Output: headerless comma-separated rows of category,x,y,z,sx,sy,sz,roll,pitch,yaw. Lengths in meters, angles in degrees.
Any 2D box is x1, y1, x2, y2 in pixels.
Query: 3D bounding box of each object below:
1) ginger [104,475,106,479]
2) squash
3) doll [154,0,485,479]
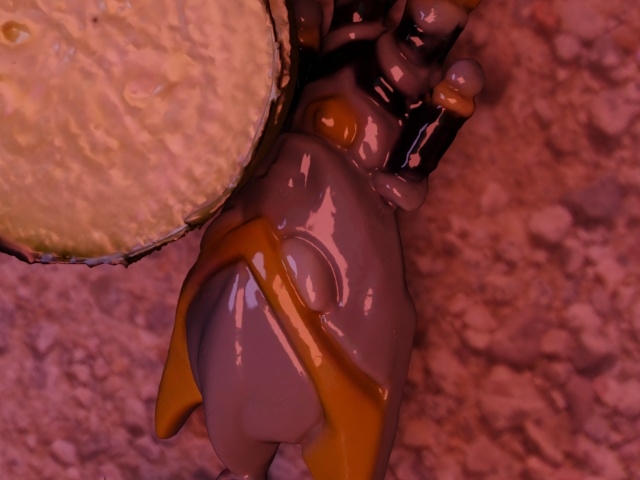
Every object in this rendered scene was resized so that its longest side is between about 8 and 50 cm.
ginger,0.016,0.279,0.869,0.375,0.166,0.236,49,147,-16
squash,-0.105,-0.095,0.855,0.220,0.133,0.220,2,97,19
doll,0.003,0.002,0.875,0.145,0.103,0.316,21,99,14
